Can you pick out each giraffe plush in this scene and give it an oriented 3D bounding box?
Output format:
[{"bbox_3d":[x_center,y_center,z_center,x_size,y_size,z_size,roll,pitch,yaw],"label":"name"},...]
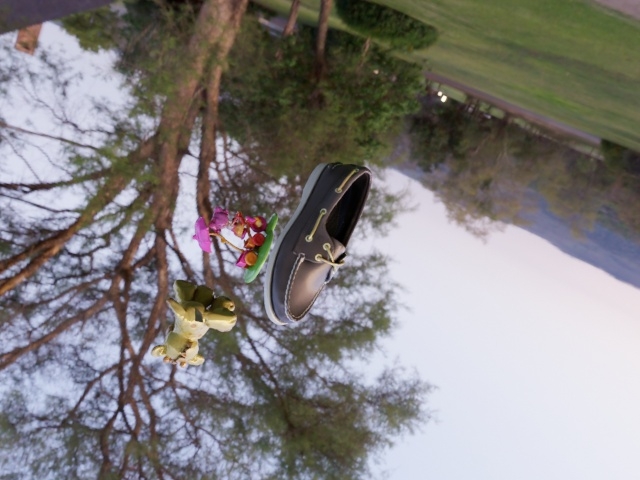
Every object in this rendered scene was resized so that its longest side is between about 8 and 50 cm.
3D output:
[{"bbox_3d":[-0.321,0.221,1.416,0.182,0.170,0.210,28,-165,-4],"label":"giraffe plush"}]

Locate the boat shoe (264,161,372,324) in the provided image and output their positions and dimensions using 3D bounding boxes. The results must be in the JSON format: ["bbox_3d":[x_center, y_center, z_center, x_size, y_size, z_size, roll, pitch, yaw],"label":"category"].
[{"bbox_3d":[0.000,0.000,0.714,0.069,0.227,0.081,4,154,36],"label":"boat shoe"}]

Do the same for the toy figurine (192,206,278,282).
[{"bbox_3d":[-0.195,-0.017,1.263,0.159,0.173,0.130,27,159,-18],"label":"toy figurine"}]
